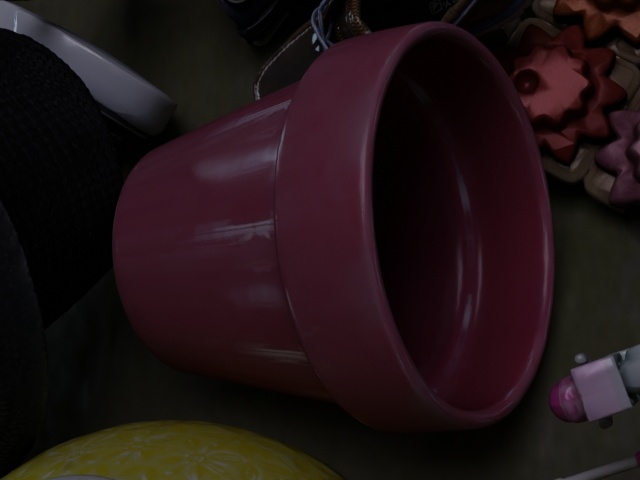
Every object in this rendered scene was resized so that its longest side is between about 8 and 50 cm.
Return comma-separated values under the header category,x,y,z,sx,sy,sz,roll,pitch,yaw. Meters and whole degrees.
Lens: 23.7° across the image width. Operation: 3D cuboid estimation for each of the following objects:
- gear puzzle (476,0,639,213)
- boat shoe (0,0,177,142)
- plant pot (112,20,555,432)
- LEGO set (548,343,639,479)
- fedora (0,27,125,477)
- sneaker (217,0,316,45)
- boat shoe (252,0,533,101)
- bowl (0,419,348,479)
category,x,y,z,sx,sy,sz,roll,pitch,yaw
gear puzzle,0.112,-0.143,0.873,0.339,0.044,0.175,29,81,19
boat shoe,-0.232,-0.109,0.994,0.301,0.108,0.102,24,88,21
plant pot,0.000,0.000,0.794,0.180,0.201,0.201,-6,53,33
LEGO set,0.161,0.186,0.657,0.107,0.132,0.287,-22,74,23
fedora,-0.219,-0.027,0.856,0.334,0.334,0.152,32,44,33
sneaker,0.024,-0.180,0.972,0.226,0.086,0.163,29,78,23
boat shoe,0.028,-0.118,0.838,0.183,0.066,0.066,-31,75,26
bowl,-0.094,0.193,0.702,0.289,0.156,0.290,-9,55,13
